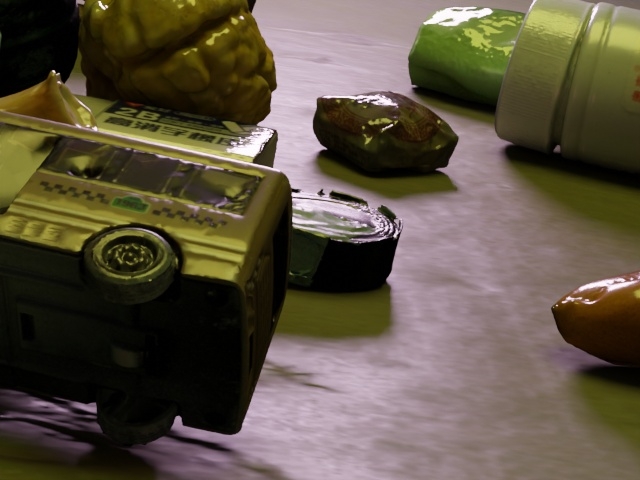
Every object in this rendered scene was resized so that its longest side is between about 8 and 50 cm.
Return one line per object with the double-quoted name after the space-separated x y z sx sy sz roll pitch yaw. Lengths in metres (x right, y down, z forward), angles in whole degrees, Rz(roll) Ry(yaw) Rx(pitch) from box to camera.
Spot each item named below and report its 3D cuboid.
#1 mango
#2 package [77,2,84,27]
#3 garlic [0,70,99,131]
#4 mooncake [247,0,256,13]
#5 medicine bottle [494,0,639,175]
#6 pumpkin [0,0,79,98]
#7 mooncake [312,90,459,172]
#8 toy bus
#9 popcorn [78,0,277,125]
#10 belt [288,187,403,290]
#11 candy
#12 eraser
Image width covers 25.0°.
0.261 0.060 1.092 0.159 0.084 0.105 -15 3 -14 "mango"
-0.372 -0.298 1.922 0.131 0.047 0.071 8 24 -13 "package"
-0.279 -0.049 1.023 0.245 0.164 0.145 -1 31 -12 "garlic"
-0.218 -0.380 2.025 0.306 0.154 0.306 17 10 -3 "mooncake"
0.385 -0.170 1.689 0.332 0.190 0.190 14 18 13 "medicine bottle"
-0.366 -0.207 1.386 0.248 0.248 0.248 9 18 -3 "pumpkin"
0.068 -0.120 1.566 0.130 0.073 0.125 -10 28 -42 "mooncake"
-0.167 0.007 0.872 0.289 0.139 0.157 11 40 10 "toy bus"
-0.152 -0.182 1.462 0.203 0.200 0.226 -14 11 13 "popcorn"
0.000 0.000 1.187 0.140 0.058 0.105 6 23 -21 "belt"
0.289 -0.225 1.937 0.343 0.132 0.142 15 61 22 "candy"
-0.153 -0.083 1.342 0.210 0.068 0.124 11 20 5 "eraser"
